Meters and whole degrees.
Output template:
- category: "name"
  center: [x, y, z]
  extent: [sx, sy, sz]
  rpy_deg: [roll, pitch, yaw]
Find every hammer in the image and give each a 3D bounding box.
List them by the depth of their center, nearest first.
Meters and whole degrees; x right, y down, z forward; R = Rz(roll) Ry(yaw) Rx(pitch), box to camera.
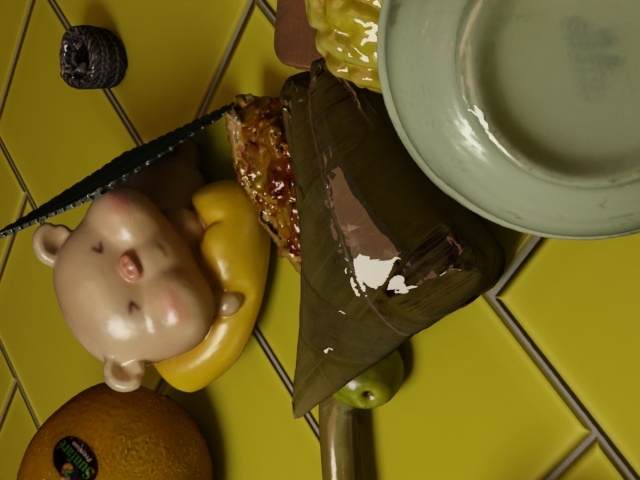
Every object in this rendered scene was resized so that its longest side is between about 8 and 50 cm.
- category: "hammer"
  center: [0.026, 0.315, 1.156]
  extent: [0.202, 0.113, 0.306]
  rpy_deg: [-9, 84, 47]

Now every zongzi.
- category: "zongzi"
  center: [0.000, 0.000, 1.024]
  extent: [0.300, 0.145, 0.274]
  rpy_deg: [-40, 77, 28]

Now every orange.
- category: "orange"
  center: [-0.275, 0.329, 1.388]
  extent: [0.274, 0.274, 0.274]
  rpy_deg: [11, 104, 49]

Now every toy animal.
- category: "toy animal"
  center: [-0.219, 0.009, 1.275]
  extent: [0.277, 0.246, 0.345]
  rpy_deg: [-45, 57, 37]

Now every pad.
- category: "pad"
  center: [-0.261, -0.089, 1.297]
  extent: [0.269, 0.269, 0.012]
  rpy_deg: [-16, 108, 45]

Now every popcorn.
- category: "popcorn"
  center: [0.091, -0.228, 0.912]
  extent: [0.200, 0.203, 0.226]
  rpy_deg: [-16, 58, 19]

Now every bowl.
- category: "bowl"
  center: [0.186, -0.134, 0.727]
  extent: [0.307, 0.163, 0.307]
  rpy_deg: [3, 107, 11]

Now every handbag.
- category: "handbag"
  center: [0.037, -0.245, 1.071]
  extent: [0.193, 0.072, 0.151]
  rpy_deg: [23, 113, 47]

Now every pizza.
- category: "pizza"
  center: [-0.022, -0.057, 1.161]
  extent: [0.161, 0.085, 0.305]
  rpy_deg: [-52, 59, 40]

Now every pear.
- category: "pear"
  center: [0.046, 0.139, 1.115]
  extent: [0.097, 0.092, 0.092]
  rpy_deg: [-79, 14, -53]

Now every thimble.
- category: "thimble"
  center: [-0.338, -0.272, 1.517]
  extent: [0.104, 0.066, 0.095]
  rpy_deg: [4, 100, 47]
